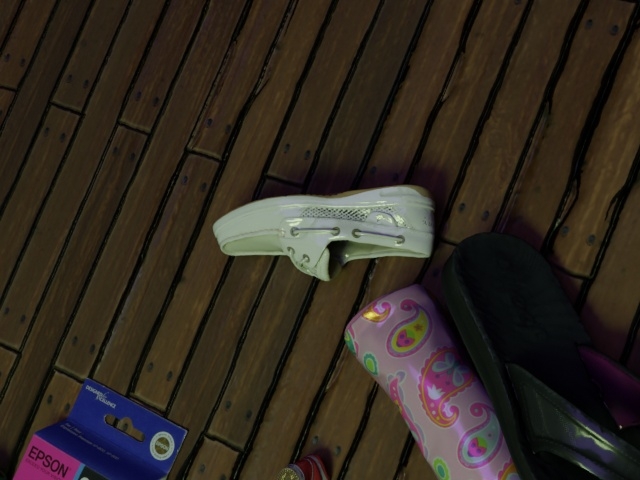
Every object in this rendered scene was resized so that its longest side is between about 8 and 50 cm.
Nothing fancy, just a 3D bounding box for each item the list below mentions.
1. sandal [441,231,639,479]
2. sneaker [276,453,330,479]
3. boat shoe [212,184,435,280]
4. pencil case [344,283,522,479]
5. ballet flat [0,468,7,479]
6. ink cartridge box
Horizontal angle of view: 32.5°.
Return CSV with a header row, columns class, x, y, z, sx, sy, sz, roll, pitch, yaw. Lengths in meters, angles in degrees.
class,x,y,z,sx,sy,sz,roll,pitch,yaw
sandal,0.261,0.167,1.096,0.445,0.168,0.107,62,146,24
sneaker,-0.028,0.299,1.271,0.042,0.067,0.118,33,121,25
boat shoe,0.000,0.000,1.301,0.277,0.098,0.096,-8,72,20
pencil case,0.137,0.186,1.181,0.124,0.124,0.284,-36,66,11
ballet flat,-0.491,0.326,1.447,0.189,0.070,0.070,-8,73,26
ink cartridge box,-0.319,0.368,1.364,0.176,0.069,0.370,22,83,27
